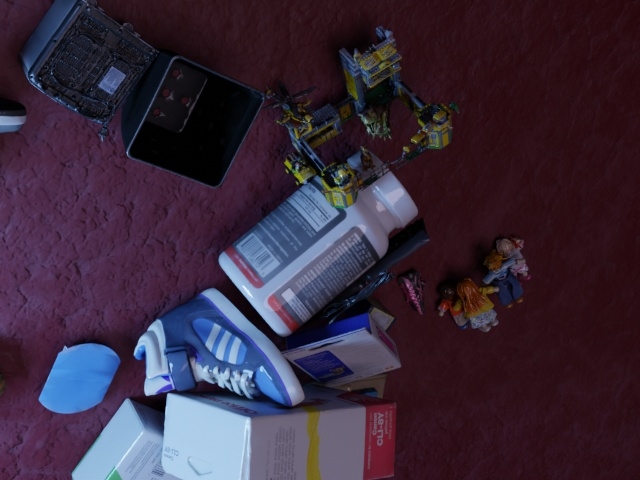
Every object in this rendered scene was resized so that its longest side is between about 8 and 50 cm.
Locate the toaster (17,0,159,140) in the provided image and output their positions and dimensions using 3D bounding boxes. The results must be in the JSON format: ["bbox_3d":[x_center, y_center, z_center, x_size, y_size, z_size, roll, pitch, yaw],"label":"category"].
[{"bbox_3d":[-0.386,-0.293,1.707,0.168,0.110,0.185,31,98,-37],"label":"toaster"}]

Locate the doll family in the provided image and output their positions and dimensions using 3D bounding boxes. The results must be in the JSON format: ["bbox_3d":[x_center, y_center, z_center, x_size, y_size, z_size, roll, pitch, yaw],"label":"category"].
[{"bbox_3d":[0.388,0.103,2.355,0.263,0.118,0.163,-38,128,-5],"label":"doll family"}]

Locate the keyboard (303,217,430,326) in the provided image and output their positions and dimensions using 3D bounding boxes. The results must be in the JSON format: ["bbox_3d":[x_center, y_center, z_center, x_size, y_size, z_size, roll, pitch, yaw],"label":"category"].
[{"bbox_3d":[0.082,0.071,2.083,0.317,0.201,0.033,-36,107,12],"label":"keyboard"}]

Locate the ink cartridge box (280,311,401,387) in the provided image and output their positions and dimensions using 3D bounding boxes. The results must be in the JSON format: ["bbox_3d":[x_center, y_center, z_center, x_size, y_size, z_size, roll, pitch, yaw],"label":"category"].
[{"bbox_3d":[0.044,0.222,2.124,0.176,0.069,0.371,-17,160,9],"label":"ink cartridge box"}]

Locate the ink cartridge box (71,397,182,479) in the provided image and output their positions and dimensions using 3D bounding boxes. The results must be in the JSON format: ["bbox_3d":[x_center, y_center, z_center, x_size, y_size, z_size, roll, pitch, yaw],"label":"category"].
[{"bbox_3d":[-0.332,0.485,2.162,0.289,0.121,0.211,33,97,-37],"label":"ink cartridge box"}]

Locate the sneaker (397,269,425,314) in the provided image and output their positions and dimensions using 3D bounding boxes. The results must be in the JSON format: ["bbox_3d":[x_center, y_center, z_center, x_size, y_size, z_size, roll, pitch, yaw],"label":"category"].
[{"bbox_3d":[0.217,0.114,2.318,0.057,0.047,0.119,-39,130,-19],"label":"sneaker"}]

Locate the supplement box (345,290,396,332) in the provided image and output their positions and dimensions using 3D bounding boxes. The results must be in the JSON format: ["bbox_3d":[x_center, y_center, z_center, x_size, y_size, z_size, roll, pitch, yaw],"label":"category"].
[{"bbox_3d":[0.104,0.158,2.249,0.083,0.083,0.056,30,100,-37],"label":"supplement box"}]

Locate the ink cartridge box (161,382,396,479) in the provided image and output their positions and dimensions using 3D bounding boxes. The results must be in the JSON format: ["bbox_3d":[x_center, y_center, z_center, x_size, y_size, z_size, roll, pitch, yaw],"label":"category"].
[{"bbox_3d":[-0.080,0.388,2.065,0.385,0.279,0.160,2,92,-42],"label":"ink cartridge box"}]

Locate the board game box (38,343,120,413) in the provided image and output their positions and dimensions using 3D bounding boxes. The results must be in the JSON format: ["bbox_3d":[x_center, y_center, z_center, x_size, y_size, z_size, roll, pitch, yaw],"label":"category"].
[{"bbox_3d":[-0.471,0.260,2.019,0.133,0.033,0.168,11,115,-39],"label":"board game box"}]

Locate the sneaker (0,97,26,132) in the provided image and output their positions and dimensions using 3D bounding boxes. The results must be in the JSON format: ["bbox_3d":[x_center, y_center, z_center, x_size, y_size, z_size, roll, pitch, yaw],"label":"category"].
[{"bbox_3d":[-0.617,-0.134,1.654,0.296,0.124,0.178,-4,113,-18],"label":"sneaker"}]

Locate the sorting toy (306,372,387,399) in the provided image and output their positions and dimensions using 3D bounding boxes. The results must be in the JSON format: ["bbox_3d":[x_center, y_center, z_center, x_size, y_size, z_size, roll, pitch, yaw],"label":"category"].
[{"bbox_3d":[0.007,0.414,2.365,0.307,0.041,0.229,-4,118,-28],"label":"sorting toy"}]

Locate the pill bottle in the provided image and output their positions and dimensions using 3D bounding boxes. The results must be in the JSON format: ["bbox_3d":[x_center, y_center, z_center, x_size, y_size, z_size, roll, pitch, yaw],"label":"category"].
[{"bbox_3d":[0.000,0.000,2.023,0.363,0.210,0.210,-39,128,-4],"label":"pill bottle"}]

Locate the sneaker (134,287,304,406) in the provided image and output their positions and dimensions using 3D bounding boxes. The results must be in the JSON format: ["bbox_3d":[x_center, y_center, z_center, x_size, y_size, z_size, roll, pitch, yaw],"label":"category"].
[{"bbox_3d":[-0.211,0.255,1.980,0.236,0.323,0.130,-36,150,-18],"label":"sneaker"}]

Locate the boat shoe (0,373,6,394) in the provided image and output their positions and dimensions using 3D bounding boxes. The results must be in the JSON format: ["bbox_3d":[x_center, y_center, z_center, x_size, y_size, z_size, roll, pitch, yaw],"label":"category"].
[{"bbox_3d":[-0.709,0.328,1.870,0.307,0.111,0.104,-35,127,-8],"label":"boat shoe"}]

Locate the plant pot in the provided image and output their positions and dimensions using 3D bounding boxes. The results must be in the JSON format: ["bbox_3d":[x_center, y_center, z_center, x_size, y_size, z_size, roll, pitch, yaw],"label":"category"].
[{"bbox_3d":[-0.238,-0.228,1.791,0.188,0.167,0.187,20,106,-35],"label":"plant pot"}]

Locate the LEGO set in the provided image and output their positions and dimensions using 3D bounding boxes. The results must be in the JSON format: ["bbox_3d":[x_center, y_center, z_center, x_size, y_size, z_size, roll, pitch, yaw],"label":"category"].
[{"bbox_3d":[0.076,-0.237,1.905,0.331,0.255,0.192,-26,148,-6],"label":"LEGO set"}]
